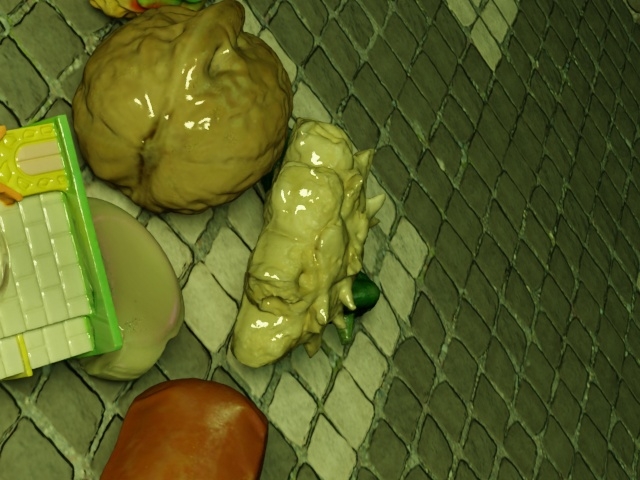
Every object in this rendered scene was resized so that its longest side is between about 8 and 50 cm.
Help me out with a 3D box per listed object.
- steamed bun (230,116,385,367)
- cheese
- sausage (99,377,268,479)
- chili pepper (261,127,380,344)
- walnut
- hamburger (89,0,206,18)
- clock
[{"bbox_3d":[-0.011,0.017,1.571,0.137,0.292,0.295,18,9,-6],"label":"steamed bun"},{"bbox_3d":[-0.249,0.006,1.412,0.286,0.082,0.163,51,35,-19],"label":"cheese"},{"bbox_3d":[-0.137,0.246,1.352,0.141,0.153,0.268,16,41,5],"label":"sausage"},{"bbox_3d":[0.000,0.000,1.760,0.136,0.099,0.270,47,23,-72],"label":"chili pepper"},{"bbox_3d":[-0.141,-0.148,1.526,0.225,0.257,0.257,21,41,3],"label":"walnut"},{"bbox_3d":[-0.205,-0.346,1.612,0.237,0.149,0.237,23,44,-25],"label":"hamburger"},{"bbox_3d":[-0.320,0.025,1.224,0.255,0.106,0.219,-17,94,-45],"label":"clock"}]
